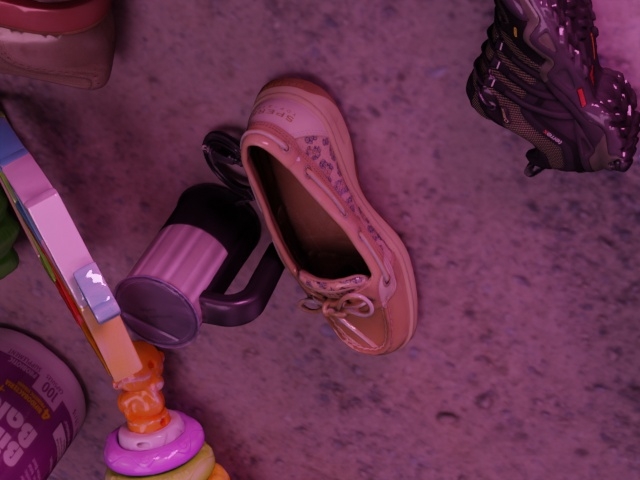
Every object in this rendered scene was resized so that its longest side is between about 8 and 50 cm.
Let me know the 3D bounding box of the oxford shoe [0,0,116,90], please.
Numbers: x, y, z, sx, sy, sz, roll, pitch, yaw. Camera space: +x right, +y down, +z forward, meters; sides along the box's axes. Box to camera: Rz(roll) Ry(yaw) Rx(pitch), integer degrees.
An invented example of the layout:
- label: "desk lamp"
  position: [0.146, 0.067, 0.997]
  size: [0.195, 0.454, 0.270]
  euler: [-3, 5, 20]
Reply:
- label: "oxford shoe"
  position: [-0.336, -0.199, 1.330]
  size: [0.348, 0.123, 0.130]
  euler: [17, 140, 15]

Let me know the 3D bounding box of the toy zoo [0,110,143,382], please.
- label: "toy zoo"
  position: [-0.232, 0.001, 1.382]
  size: [0.293, 0.030, 0.192]
  euler: [46, 161, 54]

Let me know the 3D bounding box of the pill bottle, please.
- label: "pill bottle"
  position: [-0.380, 0.242, 1.615]
  size: [0.169, 0.301, 0.169]
  euler: [15, 134, 16]

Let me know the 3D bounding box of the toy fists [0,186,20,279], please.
- label: "toy fists"
  position: [-0.398, -0.063, 1.502]
  size: [0.142, 0.096, 0.279]
  euler: [-15, 119, 36]

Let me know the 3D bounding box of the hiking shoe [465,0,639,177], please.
- label: "hiking shoe"
  position: [0.147, -0.133, 1.153]
  size: [0.114, 0.086, 0.227]
  euler: [-12, 123, 32]

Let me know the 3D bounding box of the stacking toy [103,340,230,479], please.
- label: "stacking toy"
  position: [-0.164, 0.238, 1.621]
  size: [0.166, 0.175, 0.301]
  euler: [10, 121, 44]

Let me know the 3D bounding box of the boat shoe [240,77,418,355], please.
- label: "boat shoe"
  position: [0.000, 0.000, 1.347]
  size: [0.105, 0.089, 0.285]
  euler: [-6, 126, 31]

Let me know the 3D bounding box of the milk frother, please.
- label: "milk frother"
  position: [-0.108, -0.003, 1.371]
  size: [0.129, 0.134, 0.143]
  euler: [-4, 126, 29]
